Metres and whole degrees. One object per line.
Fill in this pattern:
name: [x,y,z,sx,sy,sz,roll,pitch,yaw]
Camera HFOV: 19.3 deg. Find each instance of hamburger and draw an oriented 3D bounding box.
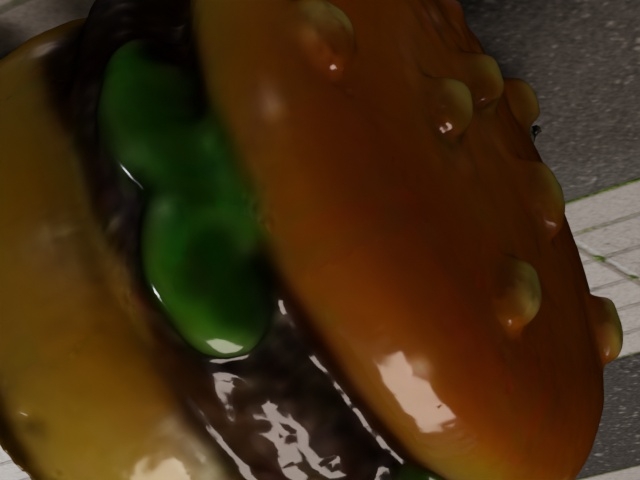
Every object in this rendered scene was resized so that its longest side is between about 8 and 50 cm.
hamburger: [0.000,0.000,1.069,0.277,0.396,0.396,-27,151,19]

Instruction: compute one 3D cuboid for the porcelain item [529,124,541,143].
porcelain item: [0.038,-0.017,1.360,0.186,0.138,0.288,13,153,-13]
